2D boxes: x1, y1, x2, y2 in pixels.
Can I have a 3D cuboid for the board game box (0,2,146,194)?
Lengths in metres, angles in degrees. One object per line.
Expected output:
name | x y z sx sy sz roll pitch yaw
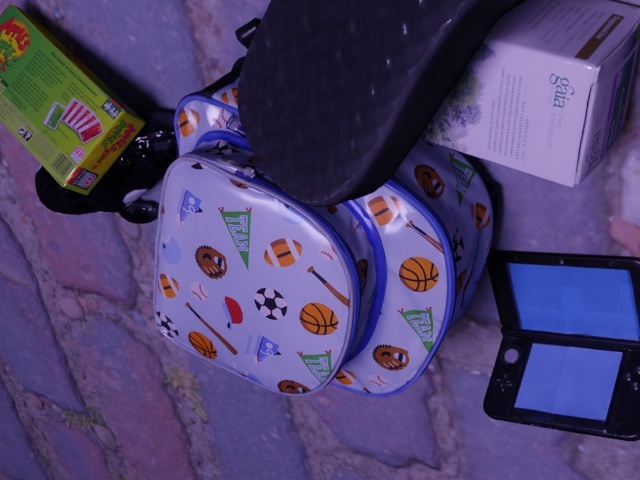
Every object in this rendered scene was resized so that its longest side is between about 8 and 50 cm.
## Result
board game box | -0.263 -0.137 0.989 0.181 0.092 0.043 43 -174 21

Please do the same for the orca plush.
orca plush | -0.214 -0.059 1.035 0.287 0.102 0.151 5 126 36

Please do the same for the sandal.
sandal | 0.087 -0.192 0.593 0.167 0.107 0.446 57 137 14

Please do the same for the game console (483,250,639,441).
game console | 0.197 0.084 0.838 0.144 0.124 0.085 3 151 38

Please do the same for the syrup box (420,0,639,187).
syrup box | 0.096 -0.131 0.726 0.237 0.096 0.093 20 134 25

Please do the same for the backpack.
backpack | 0.000 0.000 0.845 0.264 0.213 0.276 19 132 12
